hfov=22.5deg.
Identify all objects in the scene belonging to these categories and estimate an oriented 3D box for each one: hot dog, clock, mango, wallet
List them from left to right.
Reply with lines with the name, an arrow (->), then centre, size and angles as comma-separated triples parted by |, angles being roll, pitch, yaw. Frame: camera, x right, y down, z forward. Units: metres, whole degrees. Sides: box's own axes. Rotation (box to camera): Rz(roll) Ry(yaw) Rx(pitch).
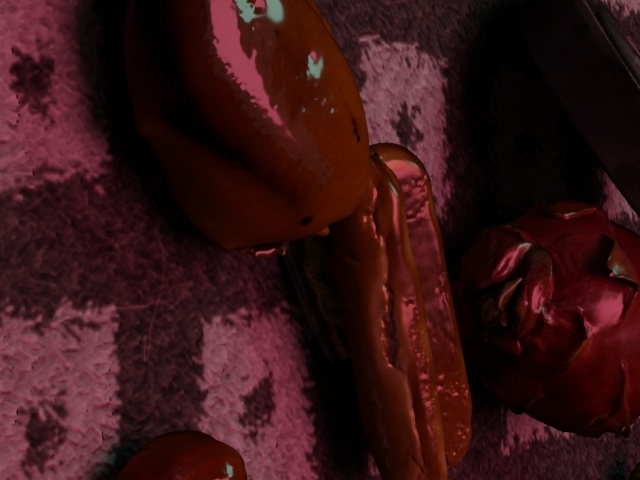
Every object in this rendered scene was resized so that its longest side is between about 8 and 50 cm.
mango -> -0.064, -0.118, 1.258 | 0.201, 0.152, 0.287 | -48, 122, -31
wallet -> 0.000, 0.000, 1.440 | 0.103, 0.020, 0.196 | -44, 122, -43
hot dog -> 0.059, 0.063, 1.420 | 0.135, 0.100, 0.337 | -42, 124, -57
clock -> 0.343, -0.116, 1.704 | 0.386, 0.076, 0.386 | 48, 18, -22

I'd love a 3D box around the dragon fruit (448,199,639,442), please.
dragon fruit -> 0.255, 0.081, 1.600 | 0.315, 0.250, 0.250 | 45, 53, -32

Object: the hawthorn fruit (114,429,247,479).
hawthorn fruit -> -0.102, 0.208, 1.206 | 0.140, 0.125, 0.125 | -30, 111, -52

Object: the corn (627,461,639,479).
corn -> 0.353, 0.383, 1.813 | 0.115, 0.115, 0.318 | 56, 44, -35
